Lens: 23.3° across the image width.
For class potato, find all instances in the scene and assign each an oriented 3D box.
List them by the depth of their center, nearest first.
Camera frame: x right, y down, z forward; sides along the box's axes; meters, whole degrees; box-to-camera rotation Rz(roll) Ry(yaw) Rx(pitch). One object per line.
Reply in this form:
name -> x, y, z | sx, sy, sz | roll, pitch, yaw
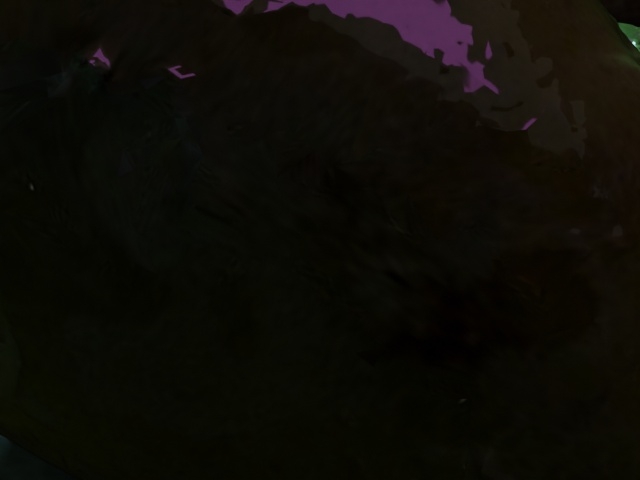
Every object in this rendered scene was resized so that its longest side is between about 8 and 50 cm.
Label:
potato -> 0.012, -0.014, 0.563 | 0.359, 0.269, 0.219 | 22, 18, 9

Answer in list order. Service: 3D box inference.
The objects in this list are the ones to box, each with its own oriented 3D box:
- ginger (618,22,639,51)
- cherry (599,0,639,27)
ginger -> 0.222, -0.110, 1.071 | 0.290, 0.089, 0.137 | 1, 1, -21
cherry -> 0.248, -0.241, 1.219 | 0.307, 0.221, 0.261 | 42, 32, 21
